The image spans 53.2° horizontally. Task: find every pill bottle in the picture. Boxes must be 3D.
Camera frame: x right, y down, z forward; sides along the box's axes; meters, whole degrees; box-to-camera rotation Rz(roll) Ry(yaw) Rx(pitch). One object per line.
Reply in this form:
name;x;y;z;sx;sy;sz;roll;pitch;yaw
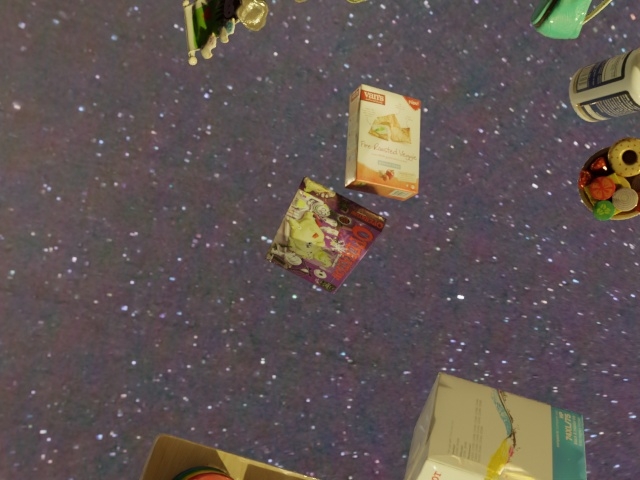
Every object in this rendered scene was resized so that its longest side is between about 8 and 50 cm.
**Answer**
pill bottle;0.480;-0.244;0.985;0.169;0.094;0.094;-3;-104;66

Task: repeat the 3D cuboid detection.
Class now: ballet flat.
ballet flat;0.384;-0.385;0.862;0.083;0.087;0.247;-75;-171;-53

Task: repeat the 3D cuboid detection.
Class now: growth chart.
growth chart;-0.177;-0.445;1.176;0.237;0.021;0.171;-34;-120;30

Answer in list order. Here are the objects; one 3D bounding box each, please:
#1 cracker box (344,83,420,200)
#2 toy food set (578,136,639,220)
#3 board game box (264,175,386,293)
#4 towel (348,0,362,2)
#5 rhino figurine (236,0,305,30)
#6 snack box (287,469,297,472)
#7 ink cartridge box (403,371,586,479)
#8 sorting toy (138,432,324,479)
cracker box;0.142;-0.219;1.440;0.067;0.156;0.232;149;-53;-63
toy food set;0.319;-0.062;0.682;0.083;0.020;0.082;-29;-105;27
board game box;0.000;0.000;1.529;0.346;0.208;0.056;121;-8;-57
towel;0.120;-0.409;1.000;0.148;0.110;0.027;-5;-61;27
rhino figurine;-0.029;-0.292;0.478;0.106;0.073;0.243;-110;-153;-50
snack box;-0.089;0.515;1.181;0.064;0.022;0.178;9;-108;1
ink cartridge box;0.306;0.405;1.156;0.270;0.197;0.198;16;-49;6
sorting toy;-0.090;0.366;0.667;0.089;0.256;0.257;-29;-139;68
